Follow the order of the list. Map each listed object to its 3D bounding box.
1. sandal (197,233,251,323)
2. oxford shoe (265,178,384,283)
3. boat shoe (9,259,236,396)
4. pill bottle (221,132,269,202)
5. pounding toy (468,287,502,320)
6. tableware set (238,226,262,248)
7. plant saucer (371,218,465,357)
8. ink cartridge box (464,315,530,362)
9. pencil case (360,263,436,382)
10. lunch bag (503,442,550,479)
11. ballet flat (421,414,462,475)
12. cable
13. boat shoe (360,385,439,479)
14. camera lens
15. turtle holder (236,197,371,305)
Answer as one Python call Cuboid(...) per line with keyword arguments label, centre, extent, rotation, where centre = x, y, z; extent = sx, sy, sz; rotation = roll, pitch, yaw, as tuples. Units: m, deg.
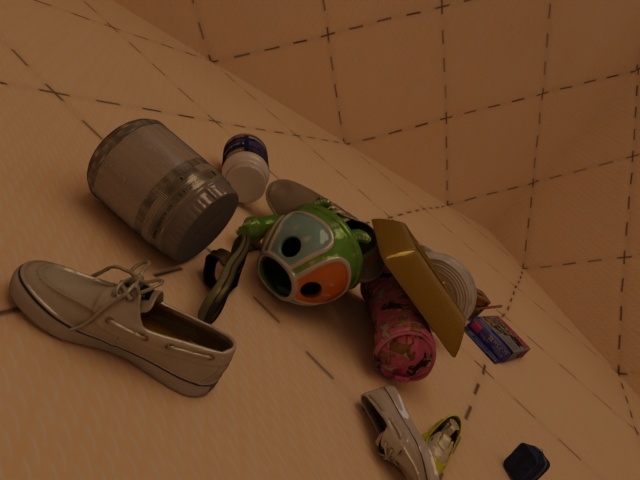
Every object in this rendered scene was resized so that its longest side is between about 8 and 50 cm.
Cuboid(label="sandal", centre=(-0.219, 0.063, 1.067), extent=(0.086, 0.120, 0.303), rotation=(21, 23, -3))
Cuboid(label="oxford shoe", centre=(0.012, -0.059, 1.414), extent=(0.169, 0.130, 0.449), rotation=(-36, 62, -24))
Cuboid(label="boat shoe", centre=(-0.297, 0.108, 0.784), extent=(0.367, 0.156, 0.136), rotation=(34, 21, -10))
Cuboid(label="pill bottle", centre=(-0.242, -0.234, 1.574), extent=(0.153, 0.153, 0.265), rotation=(27, 23, -23))
Cuboid(label="pounding toy", centre=(0.610, 0.251, 1.927), extent=(0.141, 0.130, 0.100), rotation=(25, 24, -28))
Cuboid(label="tableware set", centre=(-0.162, 0.002, 1.393), extent=(0.154, 0.024, 0.104), rotation=(38, 22, 2))
Cuboid(label="plant saucer", centre=(0.270, 0.096, 1.304), extent=(0.333, 0.081, 0.333), rotation=(54, 12, -15))
Cuboid(label="ink cartridge box", centre=(0.683, 0.376, 1.886), extent=(0.311, 0.065, 0.186), rotation=(7, 36, -49))
Cuboid(label="pencil case", centre=(0.201, 0.208, 1.334), extent=(0.160, 0.167, 0.386), rotation=(52, 15, -22))
Cuboid(label="lunch bag", centre=(0.516, 0.553, 1.210), extent=(0.065, 0.098, 0.067), rotation=(28, 18, -29))
Cuboid(label="ballet flat", centre=(0.263, 0.444, 1.072), extent=(0.077, 0.077, 0.231), rotation=(45, 23, 18))
Cuboid(label="cable", centre=(0.362, 0.164, 1.549), extent=(0.257, 0.257, 0.089), rotation=(19, 18, 24))
Cuboid(label="boat shoe", centre=(0.152, 0.408, 0.982), extent=(0.084, 0.095, 0.258), rotation=(-6, 30, -15))
Cuboid(label="camera lens", centre=(-0.347, -0.114, 1.076), extent=(0.274, 0.219, 0.219), rotation=(40, 22, 7))
Cuboid(label="turtle holder", centre=(-0.054, 0.019, 1.235), extent=(0.227, 0.243, 0.320), rotation=(-29, 78, -38))
